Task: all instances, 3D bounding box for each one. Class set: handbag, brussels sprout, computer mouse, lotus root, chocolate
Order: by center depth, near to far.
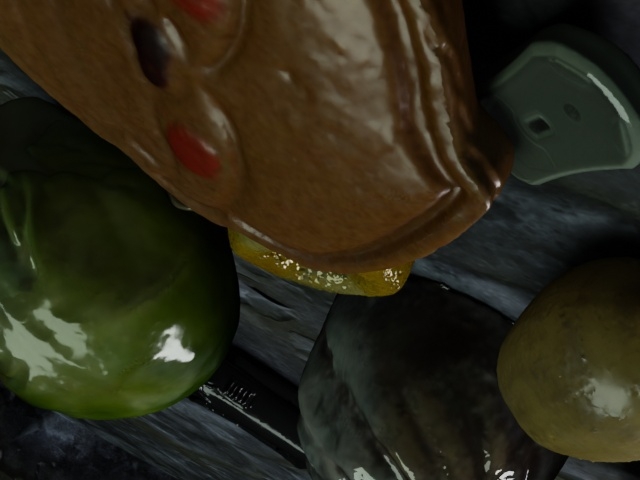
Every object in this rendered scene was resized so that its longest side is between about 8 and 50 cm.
[{"bbox_3d":[0.141,-0.079,0.684,0.089,0.056,0.181,53,163,-5],"label":"computer mouse"},{"bbox_3d":[0.212,0.096,0.881,0.146,0.131,0.303,30,160,2],"label":"lotus root"},{"bbox_3d":[0.102,0.197,1.163,0.303,0.213,0.303,28,158,12],"label":"chocolate"},{"bbox_3d":[-0.236,0.029,1.166,0.344,0.268,0.344,39,175,4],"label":"brussels sprout"},{"bbox_3d":[-0.087,0.259,1.761,0.275,0.088,0.244,32,163,-11],"label":"handbag"}]

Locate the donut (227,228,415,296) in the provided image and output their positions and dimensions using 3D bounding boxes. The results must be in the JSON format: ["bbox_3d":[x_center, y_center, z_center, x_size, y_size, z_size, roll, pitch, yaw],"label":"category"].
[{"bbox_3d":[0.000,0.000,0.986,0.178,0.065,0.162,20,159,-27],"label":"donut"}]

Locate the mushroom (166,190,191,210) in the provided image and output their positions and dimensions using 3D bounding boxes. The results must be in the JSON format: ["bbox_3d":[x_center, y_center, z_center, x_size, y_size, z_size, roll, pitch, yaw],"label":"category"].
[{"bbox_3d":[-0.098,-0.084,0.984,0.223,0.092,0.081,136,120,-66],"label":"mushroom"}]

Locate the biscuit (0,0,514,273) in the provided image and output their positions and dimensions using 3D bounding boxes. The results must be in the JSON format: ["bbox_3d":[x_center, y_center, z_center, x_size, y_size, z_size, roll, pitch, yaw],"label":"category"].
[{"bbox_3d":[-0.085,-0.138,0.745,0.455,0.078,0.350,31,152,12],"label":"biscuit"}]
